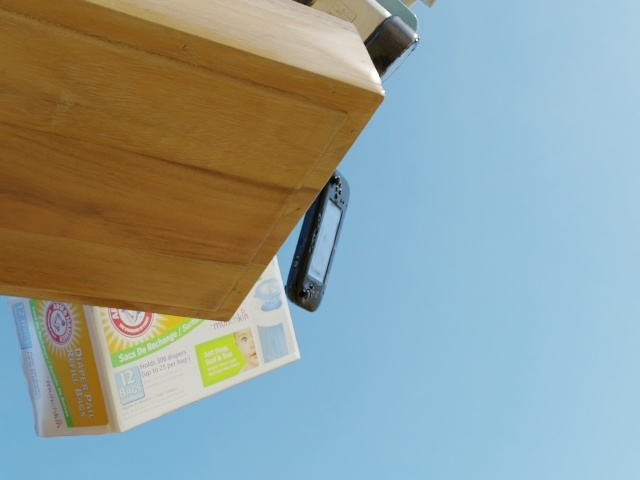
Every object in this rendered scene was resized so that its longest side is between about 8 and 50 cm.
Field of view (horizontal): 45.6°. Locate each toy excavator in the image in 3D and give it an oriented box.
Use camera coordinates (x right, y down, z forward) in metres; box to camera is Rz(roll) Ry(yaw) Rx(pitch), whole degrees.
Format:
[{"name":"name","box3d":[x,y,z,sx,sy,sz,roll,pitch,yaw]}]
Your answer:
[{"name":"toy excavator","box3d":[0.066,-0.368,1.327,0.222,0.445,0.433,41,-79,1]}]

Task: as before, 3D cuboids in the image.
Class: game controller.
[{"name":"game controller","box3d":[0.000,0.000,1.704,0.166,0.067,0.319,31,-108,-58]}]

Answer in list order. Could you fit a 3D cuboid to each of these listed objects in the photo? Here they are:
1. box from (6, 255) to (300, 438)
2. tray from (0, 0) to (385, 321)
[{"name":"box","box3d":[-0.127,0.073,0.616,0.103,0.114,0.203,-14,0,38]},{"name":"tray","box3d":[-0.194,-0.064,0.363,0.411,0.076,0.203,11,-47,-30]}]
